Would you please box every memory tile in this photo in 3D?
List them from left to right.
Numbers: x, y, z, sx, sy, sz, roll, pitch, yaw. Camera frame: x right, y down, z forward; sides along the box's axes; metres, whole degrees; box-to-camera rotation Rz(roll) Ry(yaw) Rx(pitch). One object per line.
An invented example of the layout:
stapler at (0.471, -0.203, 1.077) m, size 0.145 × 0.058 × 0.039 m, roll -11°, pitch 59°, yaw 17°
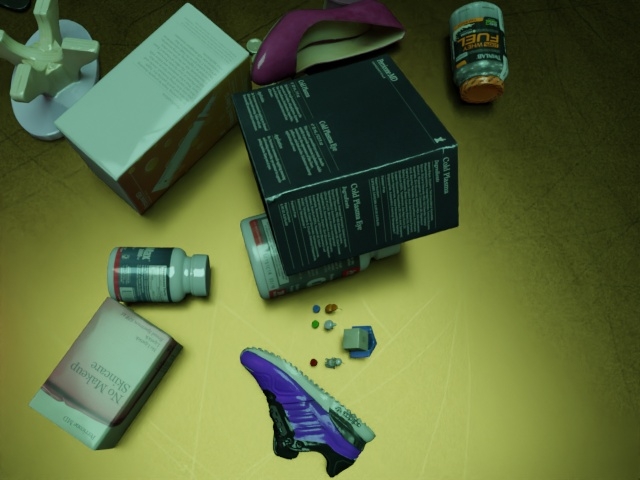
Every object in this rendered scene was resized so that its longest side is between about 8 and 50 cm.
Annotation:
memory tile at (-0.091, -0.388, 1.467) m, size 0.113 × 0.012 × 0.148 m, roll -17°, pitch 75°, yaw -7°

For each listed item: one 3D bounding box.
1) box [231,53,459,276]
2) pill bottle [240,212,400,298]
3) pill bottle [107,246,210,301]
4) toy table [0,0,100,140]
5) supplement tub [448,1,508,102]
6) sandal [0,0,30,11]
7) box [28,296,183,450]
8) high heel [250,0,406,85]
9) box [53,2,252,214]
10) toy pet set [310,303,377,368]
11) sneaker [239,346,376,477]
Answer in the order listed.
box at (0.036, -0.146, 1.182) m, size 0.312 × 0.179 × 0.343 m, roll -16°, pitch 42°, yaw -4°
pill bottle at (0.000, 0.000, 1.285) m, size 0.283 × 0.161 × 0.161 m, roll -16°, pitch 76°, yaw -6°
pill bottle at (-0.307, 0.066, 1.283) m, size 0.180 × 0.108 × 0.108 m, roll 1°, pitch 75°, yaw -3°
toy table at (-0.561, -0.364, 1.366) m, size 0.252 × 0.161 × 0.274 m, roll -4°, pitch 74°, yaw -4°
supplement tub at (0.340, -0.401, 1.433) m, size 0.117 × 0.117 × 0.190 m, roll -1°, pitch 74°, yaw -3°
sandal at (-0.732, -0.553, 1.472) m, size 0.179 × 0.040 × 0.067 m, roll 12°, pitch 75°, yaw 1°
box at (-0.385, 0.244, 1.221) m, size 0.149 × 0.127 × 0.232 m, roll 31°, pitch 75°, yaw 6°
high heel at (0.021, -0.403, 1.373) m, size 0.181 × 0.127 × 0.377 m, roll 31°, pitch 57°, yaw 15°
box at (-0.310, -0.252, 1.315) m, size 0.168 × 0.215 × 0.345 m, roll 41°, pitch 77°, yaw 8°
toy pet set at (0.046, 0.188, 1.300) m, size 0.114 × 0.065 × 0.122 m, roll -8°, pitch 68°, yaw 32°
sneaker at (-0.053, 0.321, 1.225) m, size 0.293 × 0.102 × 0.146 m, roll 37°, pitch 77°, yaw 8°
